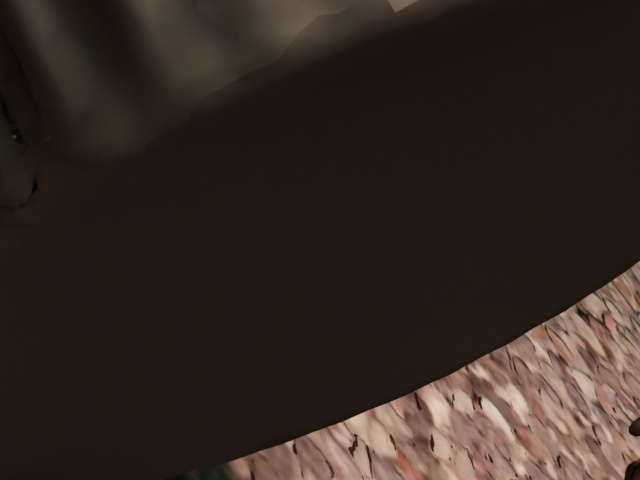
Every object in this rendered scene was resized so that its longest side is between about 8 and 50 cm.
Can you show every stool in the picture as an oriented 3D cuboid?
[{"bbox_3d":[-0.053,-0.131,0.468,0.297,0.297,0.330,13,49,-58],"label":"stool"}]

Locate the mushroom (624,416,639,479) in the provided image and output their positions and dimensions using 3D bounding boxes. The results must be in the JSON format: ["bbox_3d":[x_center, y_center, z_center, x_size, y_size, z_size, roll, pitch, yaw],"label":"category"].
[{"bbox_3d":[0.323,0.226,0.807,0.397,0.224,0.313,64,9,12],"label":"mushroom"}]
